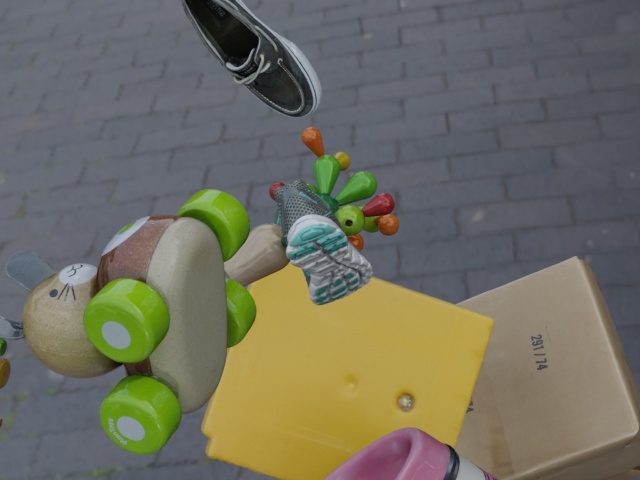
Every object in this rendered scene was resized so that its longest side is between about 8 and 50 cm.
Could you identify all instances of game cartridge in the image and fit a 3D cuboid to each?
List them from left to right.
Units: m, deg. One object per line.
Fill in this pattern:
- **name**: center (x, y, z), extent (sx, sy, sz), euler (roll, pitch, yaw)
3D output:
- **game cartridge**: center (0.033, 0.184, 1.502), extent (0.324, 0.285, 0.053), euler (19, -5, -8)

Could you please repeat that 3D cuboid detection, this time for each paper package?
- **paper package**: center (0.332, 0.236, 1.826), extent (0.310, 0.168, 0.324), euler (-23, 54, 15)

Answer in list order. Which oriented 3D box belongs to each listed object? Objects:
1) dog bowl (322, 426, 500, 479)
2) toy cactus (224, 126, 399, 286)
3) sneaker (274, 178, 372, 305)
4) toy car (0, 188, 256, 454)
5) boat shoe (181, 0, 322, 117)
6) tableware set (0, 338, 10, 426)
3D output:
- **dog bowl**: center (0.032, 0.369, 1.262), extent (0.408, 0.150, 0.408), euler (-43, 2, 1)
- **toy cactus**: center (-0.022, -0.022, 1.165), extent (0.180, 0.112, 0.219), euler (-35, 26, -7)
- **sneaker**: center (0.000, 0.000, 1.029), extent (0.065, 0.166, 0.076), euler (-24, 62, -1)
- **toy car**: center (-0.163, 0.043, 0.826), extent (0.188, 0.149, 0.155), euler (9, 32, 19)
- **boat shoe**: center (-0.131, -0.321, 2.006), extent (0.121, 0.335, 0.119), euler (-35, 25, 27)
- **tableware set**: center (-0.492, 0.221, 1.729), extent (0.024, 0.154, 0.104), euler (10, 27, 9)
